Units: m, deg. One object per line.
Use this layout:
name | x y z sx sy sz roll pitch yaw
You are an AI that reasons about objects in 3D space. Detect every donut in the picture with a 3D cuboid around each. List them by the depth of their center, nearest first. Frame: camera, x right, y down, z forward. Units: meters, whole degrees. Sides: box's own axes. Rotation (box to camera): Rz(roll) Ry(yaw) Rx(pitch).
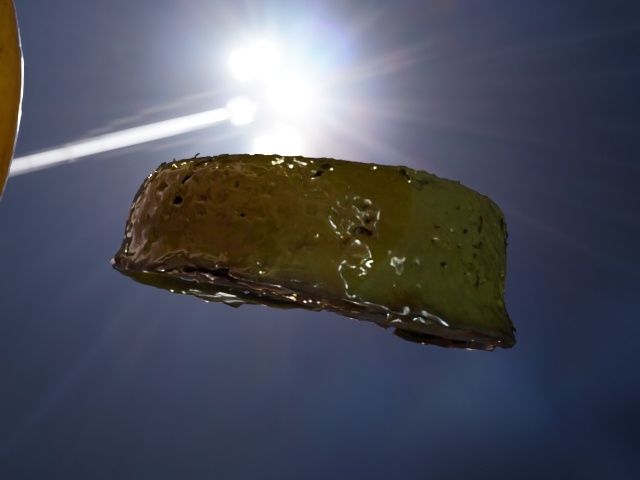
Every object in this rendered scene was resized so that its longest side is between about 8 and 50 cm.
donut | 0.000 0.000 0.975 0.272 0.272 0.107 -2 -103 60

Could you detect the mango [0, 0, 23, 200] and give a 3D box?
mango | -0.213 -0.052 0.620 0.187 0.257 0.138 34 -18 -4
